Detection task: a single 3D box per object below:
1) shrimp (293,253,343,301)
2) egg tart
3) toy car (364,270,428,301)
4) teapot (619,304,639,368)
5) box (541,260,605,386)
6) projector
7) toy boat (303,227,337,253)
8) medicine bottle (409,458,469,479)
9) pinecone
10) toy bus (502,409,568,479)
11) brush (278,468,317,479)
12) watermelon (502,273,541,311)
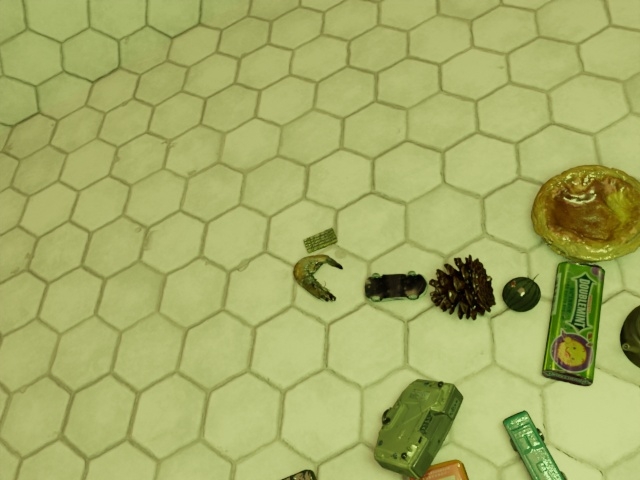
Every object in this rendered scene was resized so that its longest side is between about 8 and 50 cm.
[{"bbox_3d":[0.004,0.120,1.951,0.150,0.051,0.217,-37,53,-15],"label":"shrimp"},{"bbox_3d":[0.824,-0.069,1.754,0.352,0.150,0.351,-11,55,16],"label":"egg tart"},{"bbox_3d":[0.243,0.152,1.854,0.205,0.056,0.095,-4,60,11],"label":"toy car"},{"bbox_3d":[0.921,0.241,1.532,0.268,0.175,0.185,-26,59,1],"label":"teapot"},{"bbox_3d":[0.723,0.228,1.642,0.134,0.097,0.345,11,64,20],"label":"box"},{"bbox_3d":[0.254,0.501,1.580,0.194,0.088,0.269,-8,37,52],"label":"projector"},{"bbox_3d":[0.000,0.000,2.037,0.115,0.016,0.063,-23,58,2],"label":"toy boat"},{"bbox_3d":[0.329,0.695,1.481,0.150,0.112,0.222,-19,57,8],"label":"medicine bottle"},{"bbox_3d":[0.424,0.146,1.735,0.208,0.207,0.207,-7,59,13],"label":"pinecone"},{"bbox_3d":[0.564,0.570,1.491,0.091,0.109,0.261,-28,56,7],"label":"toy bus"},{"bbox_3d":[-0.050,0.745,1.597,0.123,0.059,0.197,-24,57,0],"label":"brush"},{"bbox_3d":[0.605,0.150,1.713,0.133,0.105,0.105,-50,58,10],"label":"watermelon"}]
